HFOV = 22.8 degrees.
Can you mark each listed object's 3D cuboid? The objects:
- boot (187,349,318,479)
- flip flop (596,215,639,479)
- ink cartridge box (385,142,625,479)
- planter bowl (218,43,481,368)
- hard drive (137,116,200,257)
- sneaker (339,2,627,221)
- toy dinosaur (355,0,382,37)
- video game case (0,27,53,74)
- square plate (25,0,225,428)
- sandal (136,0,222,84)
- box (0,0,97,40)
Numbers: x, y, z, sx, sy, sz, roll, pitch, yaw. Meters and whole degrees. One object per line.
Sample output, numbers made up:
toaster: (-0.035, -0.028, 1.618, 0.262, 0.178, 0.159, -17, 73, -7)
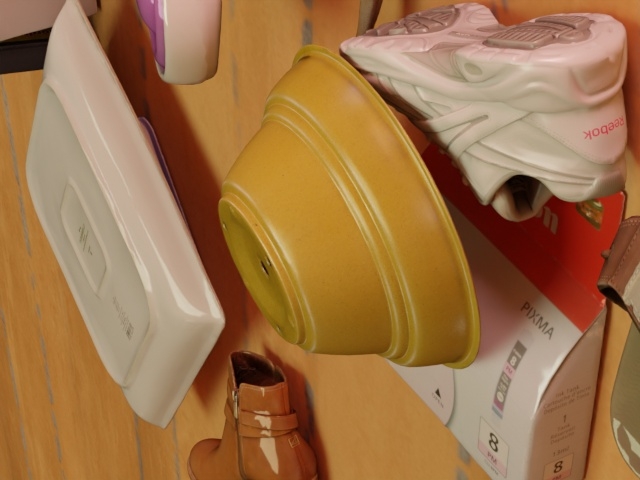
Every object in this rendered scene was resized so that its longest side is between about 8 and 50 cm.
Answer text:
boot: (-0.069, 0.171, 1.462, 0.197, 0.073, 0.152, 14, 123, 50)
flip flop: (0.175, 0.035, 0.775, 0.112, 0.080, 0.277, 52, 152, 37)
ink cartridge box: (0.098, 0.022, 0.979, 0.189, 0.066, 0.232, 48, 153, 42)
planter bowl: (0.000, 0.000, 0.950, 0.217, 0.090, 0.217, 55, 163, 26)
hard drive: (-0.203, 0.003, 1.662, 0.318, 0.040, 0.210, -19, 91, 68)
sneaker: (0.085, -0.067, 0.886, 0.232, 0.090, 0.115, 24, 131, 61)
toy dinosaur: (0.036, -0.179, 0.966, 0.112, 0.064, 0.211, -114, 24, -63)
video game case: (-0.400, -0.238, 1.607, 0.248, 0.275, 0.035, 49, 138, 41)
square plate: (-0.209, -0.009, 1.547, 0.344, 0.049, 0.347, 64, 157, 15)
sandal: (-0.148, -0.283, 1.116, 0.169, 0.102, 0.416, 98, 160, -48)
box: (-0.320, -0.293, 1.499, 0.119, 0.182, 0.181, 48, 149, 42)
